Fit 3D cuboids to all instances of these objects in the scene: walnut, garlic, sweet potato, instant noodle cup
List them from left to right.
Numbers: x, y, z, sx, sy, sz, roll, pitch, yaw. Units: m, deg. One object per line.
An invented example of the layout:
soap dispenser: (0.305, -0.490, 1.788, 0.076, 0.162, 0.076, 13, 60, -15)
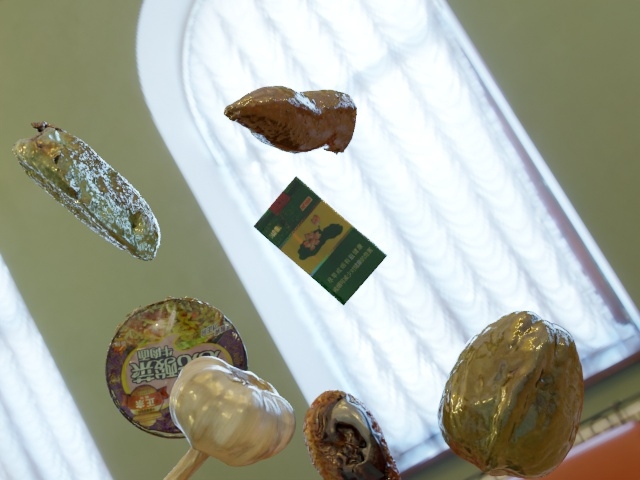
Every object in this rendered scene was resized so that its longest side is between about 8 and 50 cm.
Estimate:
instant noodle cup: (-0.364, 0.326, 2.009, 0.340, 0.340, 0.266, -27, -7, -19)
garlic: (-0.160, 0.301, 1.209, 0.226, 0.199, 0.199, -58, -8, -3)
sweet potato: (-0.068, -0.222, 1.490, 0.131, 0.131, 0.337, -36, -17, 37)
walnut: (0.325, 0.261, 1.355, 0.283, 0.227, 0.283, -53, -26, -40)

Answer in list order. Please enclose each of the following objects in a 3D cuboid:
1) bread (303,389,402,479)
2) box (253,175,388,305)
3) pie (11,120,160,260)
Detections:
bread: (0.065, 0.384, 1.402, 0.139, 0.269, 0.095, -30, -16, -20)
box: (0.000, 0.000, 1.550, 0.132, 0.235, 0.034, -50, -4, 8)
pie: (-0.368, -0.075, 1.285, 0.105, 0.274, 0.257, -47, 19, -1)
